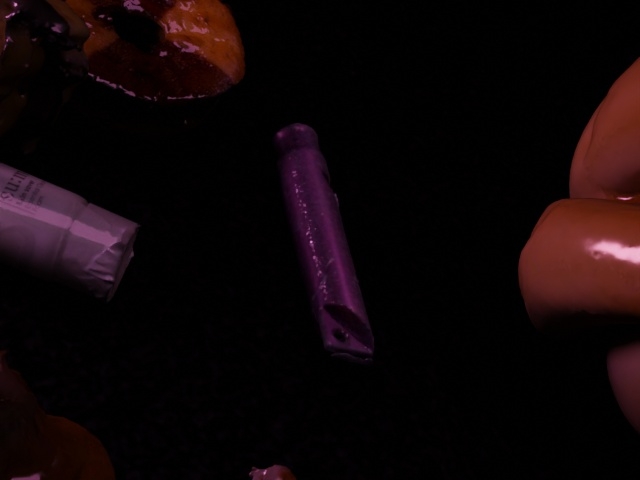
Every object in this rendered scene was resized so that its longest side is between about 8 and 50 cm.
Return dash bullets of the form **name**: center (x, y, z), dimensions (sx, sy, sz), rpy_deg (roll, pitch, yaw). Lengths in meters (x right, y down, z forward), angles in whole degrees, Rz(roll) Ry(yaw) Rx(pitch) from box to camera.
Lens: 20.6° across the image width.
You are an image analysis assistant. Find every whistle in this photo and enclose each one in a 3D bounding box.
- **whistle**: center (0.000, 0.000, 1.042), dimensions (0.033, 0.033, 0.176), rpy_deg (6, 48, -24)

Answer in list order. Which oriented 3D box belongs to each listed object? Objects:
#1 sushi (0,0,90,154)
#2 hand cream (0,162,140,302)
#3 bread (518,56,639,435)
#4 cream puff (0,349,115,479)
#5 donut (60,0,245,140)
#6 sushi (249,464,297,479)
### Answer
- **sushi**: center (-0.239, -0.153, 0.997), dimensions (0.291, 0.139, 0.131), rpy_deg (47, 25, 26)
- **hand cream**: center (-0.199, -0.026, 0.948), dimensions (0.205, 0.050, 0.078), rpy_deg (23, 39, -2)
- **bread**: center (0.321, 0.067, 1.047), dimensions (0.424, 0.329, 0.245), rpy_deg (35, 83, 5)
- **cream puff**: center (-0.213, 0.117, 0.722), dimensions (0.269, 0.155, 0.241), rpy_deg (5, 47, -22)
- **donut**: center (-0.116, -0.119, 1.071), dimensions (0.140, 0.059, 0.140), rpy_deg (16, 44, -16)
- **sushi**: center (-0.038, 0.190, 0.793), dimensions (0.097, 0.103, 0.226), rpy_deg (5, 44, -3)
